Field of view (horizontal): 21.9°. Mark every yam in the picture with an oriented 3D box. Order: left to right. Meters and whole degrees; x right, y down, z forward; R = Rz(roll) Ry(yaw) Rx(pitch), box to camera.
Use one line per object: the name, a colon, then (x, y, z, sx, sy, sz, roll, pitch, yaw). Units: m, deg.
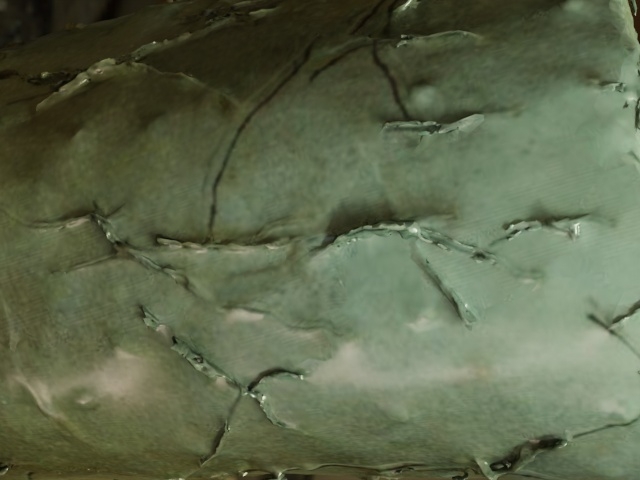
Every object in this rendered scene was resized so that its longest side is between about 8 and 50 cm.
yam: (0.000, 0.000, 0.695, 0.241, 0.348, 0.241, -4, 90, -73)
